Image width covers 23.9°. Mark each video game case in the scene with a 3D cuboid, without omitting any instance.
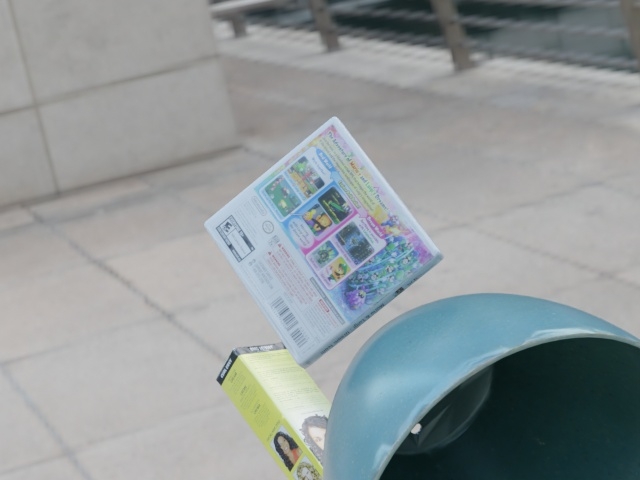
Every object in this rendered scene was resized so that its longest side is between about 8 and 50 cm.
[{"bbox_3d":[0.000,0.000,1.213,0.143,0.157,0.019,-39,-28,6],"label":"video game case"}]

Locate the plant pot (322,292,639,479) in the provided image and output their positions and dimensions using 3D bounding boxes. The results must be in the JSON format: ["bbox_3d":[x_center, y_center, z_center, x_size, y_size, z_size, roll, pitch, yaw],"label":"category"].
[{"bbox_3d":[0.119,0.156,1.177,0.290,0.290,0.195,-16,31,-17],"label":"plant pot"}]

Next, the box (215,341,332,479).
[{"bbox_3d":[-0.024,0.221,1.778,0.087,0.058,0.232,-4,43,-45],"label":"box"}]
